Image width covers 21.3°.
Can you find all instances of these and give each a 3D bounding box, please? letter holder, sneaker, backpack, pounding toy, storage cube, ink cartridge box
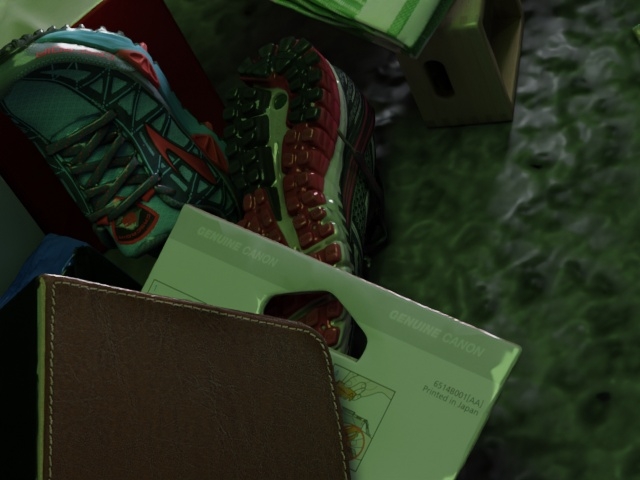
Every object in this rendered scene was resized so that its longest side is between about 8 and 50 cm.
[{"bbox_3d":[-0.102,0.199,1.023,0.152,0.214,0.302,-36,50,50],"label":"letter holder"},{"bbox_3d":[0.000,0.000,1.235,0.120,0.112,0.299,-13,62,35],"label":"sneaker"},{"bbox_3d":[-0.133,-0.053,1.223,0.104,0.262,0.125,-30,47,22],"label":"sneaker"},{"bbox_3d":[-0.198,0.069,1.271,0.101,0.098,0.120,9,65,53],"label":"backpack"},{"bbox_3d":[0.090,-0.181,1.307,0.100,0.141,0.130,-4,53,21],"label":"pounding toy"},{"bbox_3d":[-0.217,-0.131,1.366,0.183,0.193,0.215,-43,49,-12],"label":"storage cube"},{"bbox_3d":[-0.034,0.143,1.125,0.296,0.066,0.261,23,79,34],"label":"ink cartridge box"}]

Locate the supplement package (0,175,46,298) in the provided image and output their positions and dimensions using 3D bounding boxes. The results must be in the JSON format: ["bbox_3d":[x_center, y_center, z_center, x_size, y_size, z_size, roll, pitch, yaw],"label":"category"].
[{"bbox_3d":[-0.372,-0.013,1.336,0.199,0.198,0.262,-46,51,-15],"label":"supplement package"}]

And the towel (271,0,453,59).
[{"bbox_3d":[-0.013,-0.291,1.289,0.324,0.038,0.248,26,75,20],"label":"towel"}]

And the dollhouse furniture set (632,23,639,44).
[{"bbox_3d":[0.297,-0.128,1.258,0.076,0.059,0.152,-31,29,7],"label":"dollhouse furniture set"}]
